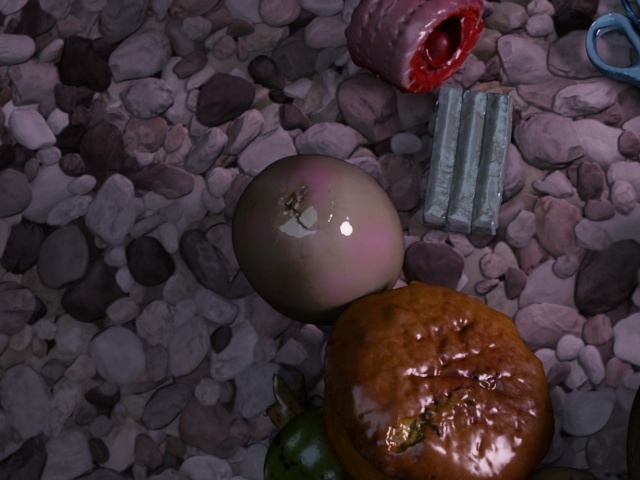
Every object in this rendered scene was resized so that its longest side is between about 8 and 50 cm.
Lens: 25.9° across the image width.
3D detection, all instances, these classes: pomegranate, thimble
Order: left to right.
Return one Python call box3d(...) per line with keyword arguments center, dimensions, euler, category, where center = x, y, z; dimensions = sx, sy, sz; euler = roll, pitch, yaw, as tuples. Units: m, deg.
box3d(center=(-0.006, 0.281, 1.901), dimensions=(0.156, 0.156, 0.220), euler=(-26, 37, 10), category="pomegranate")
box3d(center=(0.133, -0.302, 1.991), dimensions=(0.125, 0.163, 0.189), euler=(37, 46, 25), category="thimble")

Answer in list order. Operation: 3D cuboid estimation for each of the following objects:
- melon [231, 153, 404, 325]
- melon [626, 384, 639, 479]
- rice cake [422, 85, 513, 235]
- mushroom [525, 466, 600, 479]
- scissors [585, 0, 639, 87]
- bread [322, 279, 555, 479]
box3d(center=(0.000, 0.000, 1.872), dimensions=(0.223, 0.317, 0.223), euler=(-4, 72, 13), category="melon")
box3d(center=(0.486, 0.269, 1.671), dimensions=(0.238, 0.237, 0.301), euler=(-4, 76, 18), category="melon")
box3d(center=(0.209, -0.112, 1.985), dimensions=(0.124, 0.038, 0.211), euler=(9, 78, 21), category="rice cake")
box3d(center=(0.286, 0.487, 1.732), dimensions=(0.154, 0.137, 0.407), euler=(-8, 69, 26), category="mushroom")
box3d(center=(0.508, -0.198, 1.912), dimensions=(0.180, 0.032, 0.393), euler=(-29, 66, 8), category="scissors")
box3d(center=(0.141, 0.207, 1.781), dimensions=(0.312, 0.172, 0.312), euler=(10, 53, -13), category="bread")
